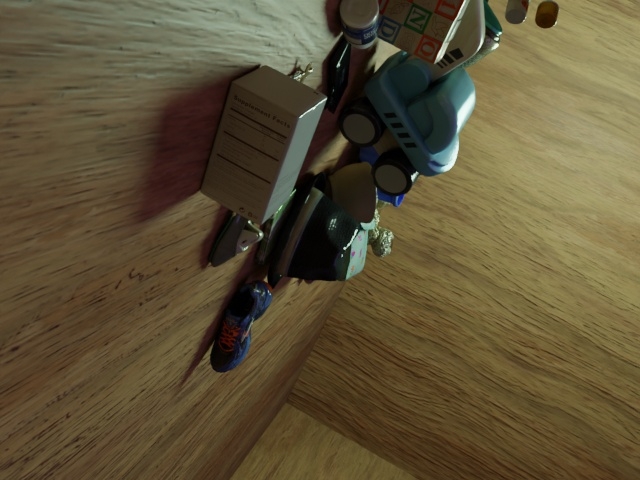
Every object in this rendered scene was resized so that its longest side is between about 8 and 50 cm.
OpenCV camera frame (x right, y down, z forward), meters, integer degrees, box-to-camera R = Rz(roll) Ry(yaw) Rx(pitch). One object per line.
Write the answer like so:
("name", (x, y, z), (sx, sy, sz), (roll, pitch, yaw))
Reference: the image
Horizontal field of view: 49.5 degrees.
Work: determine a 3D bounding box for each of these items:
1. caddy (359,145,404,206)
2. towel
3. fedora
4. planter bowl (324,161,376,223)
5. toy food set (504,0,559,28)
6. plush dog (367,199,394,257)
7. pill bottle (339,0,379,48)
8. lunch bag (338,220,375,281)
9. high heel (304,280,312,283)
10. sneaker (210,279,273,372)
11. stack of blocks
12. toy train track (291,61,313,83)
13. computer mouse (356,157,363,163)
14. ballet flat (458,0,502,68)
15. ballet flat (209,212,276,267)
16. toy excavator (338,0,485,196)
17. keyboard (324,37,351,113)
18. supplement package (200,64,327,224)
("caddy", (0.229, -0.250, 2.034), (0.341, 0.179, 0.241), (-60, 160, -48))
("towel", (-0.098, -0.033, 1.499), (0.113, 0.023, 0.152), (-56, 168, -49))
("fedora", (0.000, 0.000, 1.633), (0.334, 0.152, 0.334), (23, 90, -86))
("planter bowl", (0.070, -0.121, 1.795), (0.162, 0.109, 0.162), (175, -90, -76))
("toy food set", (0.357, -0.496, 1.258), (0.111, 0.232, 0.104), (-8, -128, 43))
("plush dog", (0.112, -0.077, 2.224), (0.225, 0.211, 0.262), (7, 83, -66))
("pill bottle", (0.070, -0.380, 1.211), (0.067, 0.067, 0.120), (-61, 172, -3))
("lunch bag", (0.061, -0.030, 2.008), (0.223, 0.160, 0.262), (-12, 114, -74))
("high heel", (0.032, 0.040, 2.306), (0.244, 0.082, 0.117), (-42, 173, -29))
("sneaker", (-0.186, 0.181, 1.507), (0.221, 0.083, 0.087), (-67, 159, -3))
("stack of blocks", (0.206, -0.503, 1.286), (0.297, 0.171, 0.087), (-66, 171, 26))
("toy train track", (-0.038, -0.266, 1.121), (0.083, 0.014, 0.048), (-43, 167, -50))
("computer mouse", (0.135, -0.236, 2.176), (0.106, 0.042, 0.193), (-67, 166, 4))
("ballet flat", (0.337, -0.589, 1.717), (0.182, 0.164, 0.482), (-40, -148, 40))
("ballet flat", (-0.118, -0.037, 1.184), (0.213, 0.068, 0.072), (-63, 172, 7))
("toy excavator", (0.249, -0.364, 1.537), (0.445, 0.433, 0.222), (-19, -155, 42))
("keyboard", (0.029, -0.312, 1.353), (0.180, 0.023, 0.108), (90, 23, -71))
("supplement package", (-0.080, -0.133, 0.969), (0.105, 0.105, 0.179), (-48, 164, -56))
